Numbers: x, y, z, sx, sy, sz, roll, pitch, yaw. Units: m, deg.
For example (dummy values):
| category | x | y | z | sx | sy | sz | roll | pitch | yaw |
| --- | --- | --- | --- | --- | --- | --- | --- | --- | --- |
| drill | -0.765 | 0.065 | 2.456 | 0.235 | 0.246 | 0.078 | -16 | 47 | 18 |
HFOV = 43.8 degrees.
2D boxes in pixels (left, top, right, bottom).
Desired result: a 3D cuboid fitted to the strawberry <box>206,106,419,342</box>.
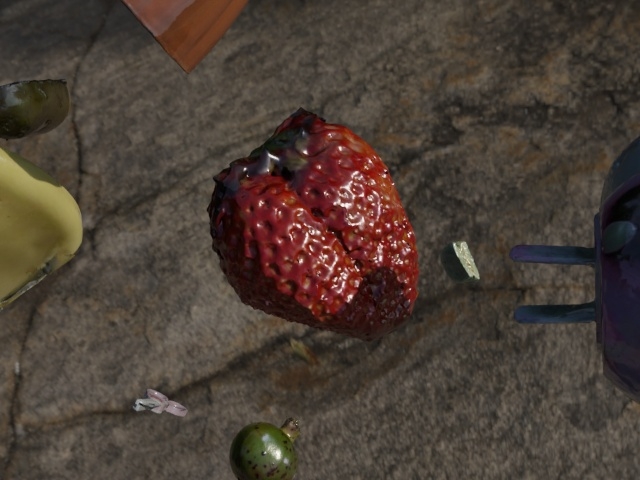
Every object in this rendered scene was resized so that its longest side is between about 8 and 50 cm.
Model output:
| category | x | y | z | sx | sy | sz | roll | pitch | yaw |
| --- | --- | --- | --- | --- | --- | --- | --- | --- | --- |
| strawberry | 0.000 | 0.000 | 0.994 | 0.288 | 0.238 | 0.250 | 41 | 75 | -2 |

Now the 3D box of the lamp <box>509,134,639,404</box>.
| category | x | y | z | sx | sy | sz | roll | pitch | yaw |
| --- | --- | --- | --- | --- | --- | --- | --- | --- | --- |
| lamp | 0.281 | 0.010 | 0.635 | 0.247 | 0.247 | 0.301 | 2 | 26 | 18 |

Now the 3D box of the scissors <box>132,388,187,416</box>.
| category | x | y | z | sx | sy | sz | roll | pitch | yaw |
| --- | --- | --- | --- | --- | --- | --- | --- | --- | --- |
| scissors | -0.402 | 0.394 | 1.927 | 0.118 | 0.242 | 0.030 | 26 | 85 | 12 |

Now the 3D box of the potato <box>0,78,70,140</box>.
| category | x | y | z | sx | sy | sz | roll | pitch | yaw |
| --- | --- | --- | --- | --- | --- | --- | --- | --- | --- |
| potato | -0.489 | -0.209 | 1.320 | 0.164 | 0.081 | 0.200 | -17 | 7 | 10 |

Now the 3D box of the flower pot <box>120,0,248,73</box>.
| category | x | y | z | sx | sy | sz | roll | pitch | yaw |
| --- | --- | --- | --- | --- | --- | --- | --- | --- | --- |
| flower pot | -0.178 | -0.347 | 1.067 | 0.173 | 0.190 | 0.190 | -40 | 46 | 2 |

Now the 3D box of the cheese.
| category | x | y | z | sx | sy | sz | roll | pitch | yaw |
| --- | --- | --- | --- | --- | --- | --- | --- | --- | --- |
| cheese | -0.531 | -0.032 | 1.227 | 0.128 | 0.316 | 0.259 | 36 | 76 | 31 |

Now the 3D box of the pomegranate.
| category | x | y | z | sx | sy | sz | roll | pitch | yaw |
| --- | --- | --- | --- | --- | --- | --- | --- | --- | --- |
| pomegranate | -0.088 | 0.361 | 1.333 | 0.130 | 0.130 | 0.130 | -9 | 45 | 10 |

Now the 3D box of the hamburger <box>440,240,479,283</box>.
| category | x | y | z | sx | sy | sz | roll | pitch | yaw |
| --- | --- | --- | --- | --- | --- | --- | --- | --- | --- |
| hamburger | 0.358 | 0.064 | 2.087 | 0.054 | 0.121 | 0.084 | -27 | -3 | -40 |
